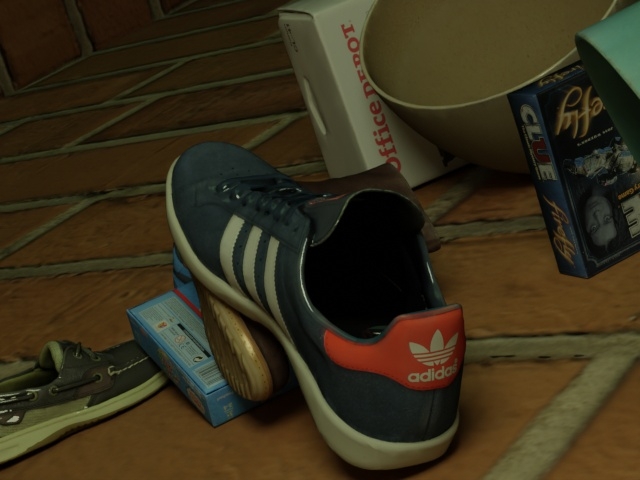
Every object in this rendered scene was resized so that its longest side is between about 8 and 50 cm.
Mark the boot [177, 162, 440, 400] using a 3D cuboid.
[{"bbox_3d":[0.000,0.020,1.325,0.206,0.090,0.248,-13,37,-10],"label":"boot"}]

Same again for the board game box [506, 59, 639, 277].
[{"bbox_3d":[0.285,-0.092,1.393,0.243,0.165,0.042,-27,18,-24],"label":"board game box"}]

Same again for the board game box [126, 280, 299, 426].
[{"bbox_3d":[-0.036,0.063,1.389,0.211,0.039,0.160,-25,34,-19],"label":"board game box"}]

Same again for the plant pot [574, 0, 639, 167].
[{"bbox_3d":[0.320,-0.057,0.915,0.235,0.293,0.293,-33,15,6],"label":"plant pot"}]

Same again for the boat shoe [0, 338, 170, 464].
[{"bbox_3d":[-0.218,0.121,1.408,0.223,0.073,0.080,-27,17,-26],"label":"boat shoe"}]

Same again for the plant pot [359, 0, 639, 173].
[{"bbox_3d":[0.206,-0.176,1.640,0.284,0.191,0.284,-20,43,19],"label":"plant pot"}]

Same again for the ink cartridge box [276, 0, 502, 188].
[{"bbox_3d":[0.138,-0.202,1.805,0.306,0.226,0.131,-25,15,-17],"label":"ink cartridge box"}]

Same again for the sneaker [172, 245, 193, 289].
[{"bbox_3d":[-0.069,0.034,1.521,0.069,0.082,0.209,-29,20,-37],"label":"sneaker"}]

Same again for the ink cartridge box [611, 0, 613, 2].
[{"bbox_3d":[0.377,-0.230,1.654,0.121,0.211,0.289,-21,17,-16],"label":"ink cartridge box"}]

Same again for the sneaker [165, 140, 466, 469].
[{"bbox_3d":[0.000,0.000,1.182,0.131,0.148,0.350,-14,43,-30],"label":"sneaker"}]

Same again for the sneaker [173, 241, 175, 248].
[{"bbox_3d":[-0.060,-0.031,1.720,0.214,0.083,0.084,-16,15,5],"label":"sneaker"}]
